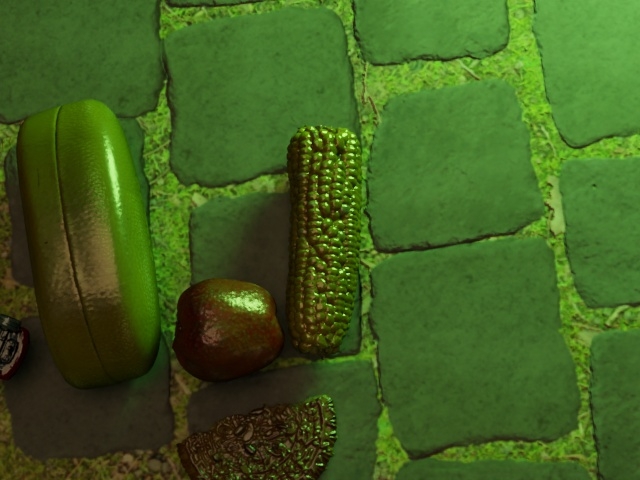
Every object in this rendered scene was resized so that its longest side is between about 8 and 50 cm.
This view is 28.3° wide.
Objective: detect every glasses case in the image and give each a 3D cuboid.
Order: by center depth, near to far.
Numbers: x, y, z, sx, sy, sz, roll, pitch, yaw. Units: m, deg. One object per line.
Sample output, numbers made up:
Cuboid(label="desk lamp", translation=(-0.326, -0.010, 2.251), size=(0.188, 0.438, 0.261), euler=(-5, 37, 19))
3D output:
Cuboid(label="glasses case", translation=(-0.285, -0.006, 1.604), size=(0.141, 0.173, 0.371), euler=(-14, 73, 5))

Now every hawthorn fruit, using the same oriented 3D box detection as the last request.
Cuboid(label="hawthorn fruit", translation=(-0.115, 0.110, 1.585), size=(0.138, 0.133, 0.133), euler=(2, 74, -10))

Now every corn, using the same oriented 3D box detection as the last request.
Cuboid(label="corn", translation=(0.005, -0.001, 1.617), size=(0.102, 0.102, 0.313), euler=(-1, 76, 5))

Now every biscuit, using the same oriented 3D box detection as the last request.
Cuboid(label="biscuit", translation=(-0.070, 0.269, 1.582), size=(0.206, 0.025, 0.126), euler=(-19, 73, 1))

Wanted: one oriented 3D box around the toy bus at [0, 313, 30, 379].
Cuboid(label="toy bus", translation=(-0.461, 0.121, 1.630), size=(0.195, 0.089, 0.081), euler=(18, 77, 11))
